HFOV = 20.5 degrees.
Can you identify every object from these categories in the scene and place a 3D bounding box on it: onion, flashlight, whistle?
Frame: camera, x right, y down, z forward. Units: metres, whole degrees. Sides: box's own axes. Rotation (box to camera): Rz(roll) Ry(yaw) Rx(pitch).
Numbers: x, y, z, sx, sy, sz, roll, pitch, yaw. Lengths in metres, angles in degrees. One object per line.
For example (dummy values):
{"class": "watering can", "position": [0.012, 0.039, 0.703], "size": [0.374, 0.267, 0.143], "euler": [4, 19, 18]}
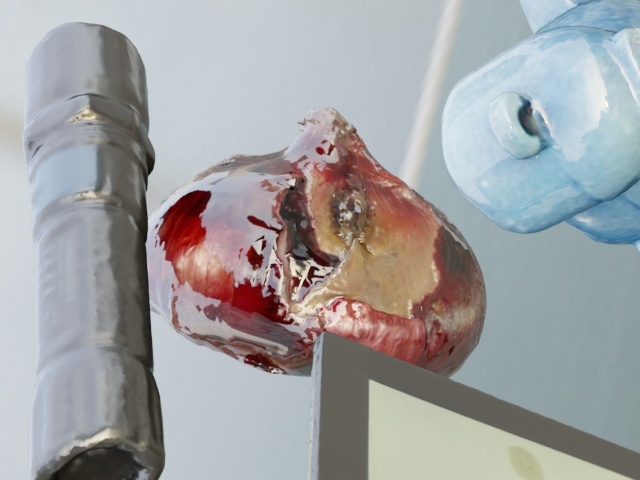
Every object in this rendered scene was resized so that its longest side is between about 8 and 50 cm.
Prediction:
{"class": "onion", "position": [0.000, 0.000, 1.327], "size": [0.272, 0.272, 0.195], "euler": [-124, 40, -70]}
{"class": "flashlight", "position": [-0.154, 0.009, 1.209], "size": [0.103, 0.103, 0.424], "euler": [-55, 30, 34]}
{"class": "whistle", "position": [0.132, -0.050, 0.719], "size": [0.093, 0.269, 0.180], "euler": [-29, 78, 28]}

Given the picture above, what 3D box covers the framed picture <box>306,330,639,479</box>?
{"class": "framed picture", "position": [0.148, 0.194, 1.027], "size": [0.265, 0.347, 0.016], "euler": [-89, 24, -55]}
